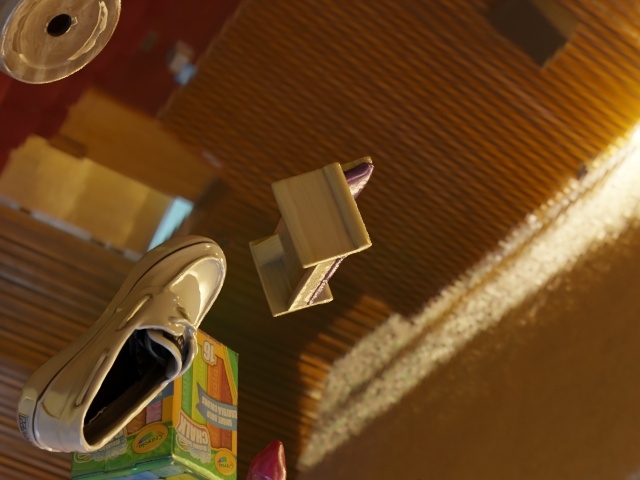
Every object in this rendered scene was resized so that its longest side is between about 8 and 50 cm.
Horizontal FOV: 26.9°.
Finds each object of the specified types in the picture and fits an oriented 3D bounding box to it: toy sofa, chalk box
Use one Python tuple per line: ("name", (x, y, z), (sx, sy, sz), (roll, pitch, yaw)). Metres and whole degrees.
("toy sofa", (0.000, 0.000, 2.255), (0.362, 0.177, 0.150), (121, -49, -70))
("chalk box", (-0.237, 0.283, 1.942), (0.179, 0.180, 0.289), (-16, -120, 23))

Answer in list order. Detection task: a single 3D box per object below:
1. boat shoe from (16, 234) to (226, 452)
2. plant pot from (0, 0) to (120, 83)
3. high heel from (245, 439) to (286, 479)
("boat shoe", (-0.155, 0.090, 1.201), (0.088, 0.096, 0.267), (9, -143, 36))
("plant pot", (-0.429, -0.370, 1.832), (0.280, 0.323, 0.323), (48, -63, 26))
("high heel", (-0.092, 0.402, 2.254), (0.244, 0.082, 0.117), (77, 36, -73))
